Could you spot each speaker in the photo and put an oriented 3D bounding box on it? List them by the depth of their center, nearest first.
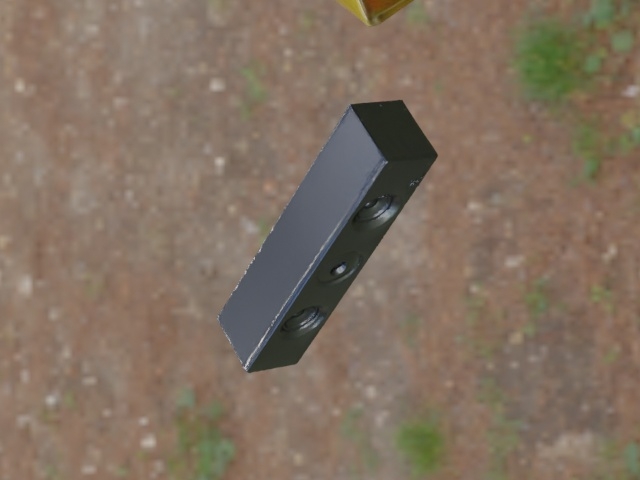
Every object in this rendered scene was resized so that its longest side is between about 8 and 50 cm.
[{"bbox_3d":[0.000,0.000,1.121,0.046,0.040,0.191,58,137,27],"label":"speaker"}]

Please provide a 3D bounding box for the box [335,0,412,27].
[{"bbox_3d":[0.108,-0.300,0.953,0.264,0.415,0.116,43,164,49],"label":"box"}]
